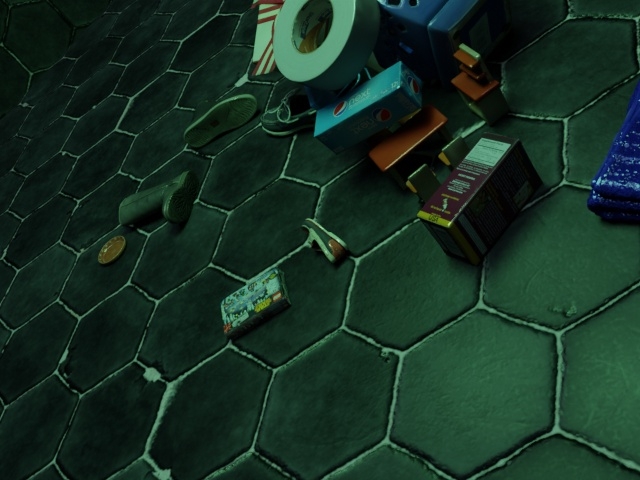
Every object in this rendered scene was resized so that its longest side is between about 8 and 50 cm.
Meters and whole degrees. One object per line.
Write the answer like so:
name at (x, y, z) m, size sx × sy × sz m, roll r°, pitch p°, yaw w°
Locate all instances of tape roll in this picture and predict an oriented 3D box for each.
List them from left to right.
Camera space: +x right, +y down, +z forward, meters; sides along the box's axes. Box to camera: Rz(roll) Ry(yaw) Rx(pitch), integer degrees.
tape roll at (0.009, -0.394, 1.549) m, size 0.219 × 0.072 × 0.219 m, roll -14°, pitch 71°, yaw 44°

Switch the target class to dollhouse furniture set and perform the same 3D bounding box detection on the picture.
dollhouse furniture set at (0.203, -0.222, 1.512) m, size 0.259 × 0.135 × 0.262 m, roll -39°, pitch 36°, yaw 4°

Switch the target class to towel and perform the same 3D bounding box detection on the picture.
towel at (0.536, -0.163, 1.201) m, size 0.227 × 0.076 × 0.308 m, roll 5°, pitch 56°, yaw 46°

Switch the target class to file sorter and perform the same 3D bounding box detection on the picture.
file sorter at (0.066, -0.292, 1.658) m, size 0.104 × 0.170 × 0.118 m, roll -46°, pitch 33°, yaw 23°

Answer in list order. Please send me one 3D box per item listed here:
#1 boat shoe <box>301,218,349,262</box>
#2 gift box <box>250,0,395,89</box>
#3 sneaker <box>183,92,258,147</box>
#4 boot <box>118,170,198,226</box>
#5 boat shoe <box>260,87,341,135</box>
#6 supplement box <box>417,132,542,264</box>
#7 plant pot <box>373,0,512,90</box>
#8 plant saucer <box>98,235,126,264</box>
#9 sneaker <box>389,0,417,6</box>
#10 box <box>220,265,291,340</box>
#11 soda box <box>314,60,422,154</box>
boat shoe at (0.000, 0.000, 1.548) m, size 0.043 × 0.049 × 0.137 m, roll -48°, pitch 41°, yaw -5°
gift box at (-0.010, -0.465, 1.800) m, size 0.276 × 0.258 × 0.255 m, roll -8°, pitch 73°, yaw 41°
sneaker at (-0.252, -0.333, 2.082) m, size 0.222 × 0.083 × 0.118 m, roll -25°, pitch 39°, yaw 24°
boot at (-0.402, -0.079, 1.968) m, size 0.208 × 0.076 × 0.190 m, roll -15°, pitch 29°, yaw 22°
boat shoe at (-0.049, -0.293, 1.860) m, size 0.254 × 0.079 × 0.095 m, roll 4°, pitch 56°, yaw 44°
supplement box at (0.259, -0.069, 1.333) m, size 0.188 × 0.104 × 0.080 m, roll -50°, pitch 37°, yaw -12°
plant pot at (0.238, -0.451, 1.623) m, size 0.212 × 0.236 × 0.236 m, roll 35°, pitch 79°, yaw 29°
plant saucer at (-0.506, 0.025, 2.006) m, size 0.083 × 0.013 × 0.084 m, roll -24°, pitch 40°, yaw 23°
sneaker at (0.226, -0.621, 1.815) m, size 0.150 × 0.135 × 0.366 m, roll 41°, pitch 55°, yaw 19°
box at (-0.124, 0.118, 1.554) m, size 0.137 × 0.027 × 0.094 m, roll -32°, pitch 38°, yaw 12°
soda box at (0.087, -0.243, 1.530) m, size 0.210 × 0.067 × 0.071 m, roll -25°, pitch 45°, yaw 36°
